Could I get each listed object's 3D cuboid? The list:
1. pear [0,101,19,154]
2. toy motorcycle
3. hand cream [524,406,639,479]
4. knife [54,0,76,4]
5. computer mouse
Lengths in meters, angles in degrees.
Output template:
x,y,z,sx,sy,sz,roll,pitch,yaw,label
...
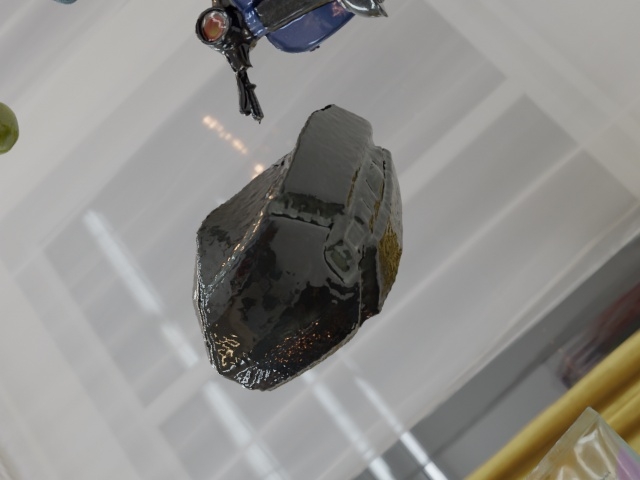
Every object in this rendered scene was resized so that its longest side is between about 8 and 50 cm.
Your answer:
x,y,z,sx,sy,sz,roll,pitch,yaw,label
-0.523,-0.178,1.385,0.092,0.092,0.097,50,-176,28,pear
-0.031,-0.265,0.776,0.125,0.213,0.358,40,-162,-39,toy motorcycle
0.215,0.190,0.543,0.174,0.076,0.047,42,-159,21,hand cream
-0.340,-0.332,0.969,0.032,0.058,0.244,23,178,19,knife
0.000,0.000,0.482,0.062,0.192,0.105,-11,126,46,computer mouse
